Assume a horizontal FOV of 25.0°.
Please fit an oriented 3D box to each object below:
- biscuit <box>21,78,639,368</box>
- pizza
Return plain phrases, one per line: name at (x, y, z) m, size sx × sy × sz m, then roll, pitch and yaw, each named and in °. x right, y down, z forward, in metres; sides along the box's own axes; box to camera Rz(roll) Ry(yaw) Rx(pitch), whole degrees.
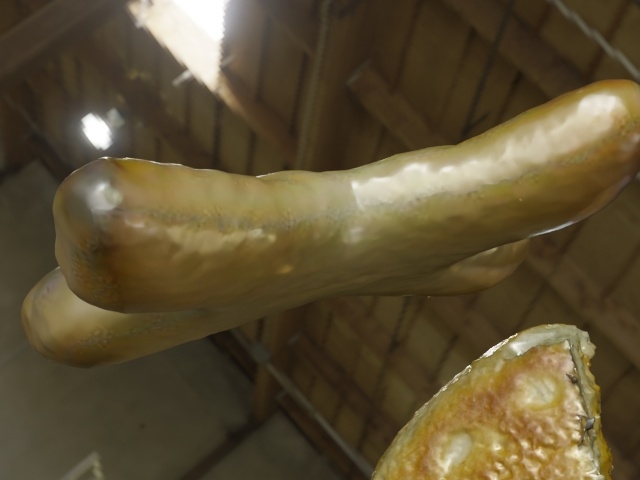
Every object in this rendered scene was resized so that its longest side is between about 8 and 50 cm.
biscuit at (0.000, 0.000, 0.527) m, size 0.164 × 0.208 × 0.047 m, roll 136°, pitch -58°, yaw -67°
pizza at (0.122, 0.220, 0.961) m, size 0.226 × 0.335 × 0.086 m, roll 27°, pitch 3°, yaw 31°
